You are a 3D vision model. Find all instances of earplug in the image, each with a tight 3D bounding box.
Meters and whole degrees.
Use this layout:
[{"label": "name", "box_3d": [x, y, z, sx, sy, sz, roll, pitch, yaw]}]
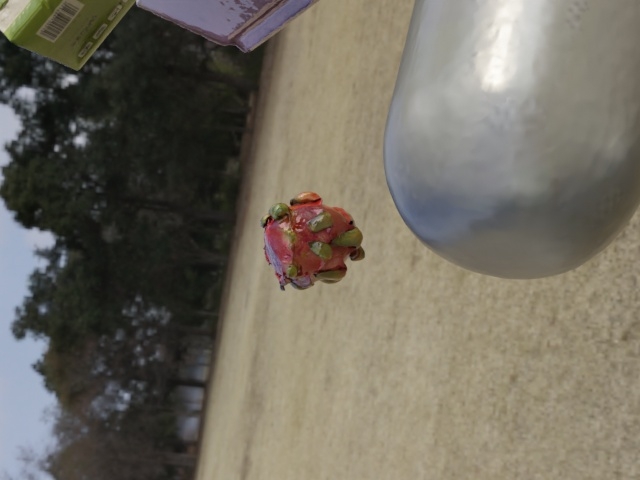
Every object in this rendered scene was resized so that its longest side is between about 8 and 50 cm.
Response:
[{"label": "earplug", "box_3d": [0.229, -0.157, 0.995, 0.312, 0.313, 0.394, 112, 176, -69]}]

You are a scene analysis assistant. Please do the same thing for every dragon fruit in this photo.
[{"label": "dragon fruit", "box_3d": [-0.018, 0.003, 2.116, 0.307, 0.243, 0.227, 69, -169, -81]}]

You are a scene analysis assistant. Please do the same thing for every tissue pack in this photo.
[{"label": "tissue pack", "box_3d": [-0.385, -0.432, 1.338, 0.274, 0.167, 0.200, -49, -12, 9]}]

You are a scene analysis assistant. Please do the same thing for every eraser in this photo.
[{"label": "eraser", "box_3d": [-0.156, -0.503, 1.628, 0.359, 0.272, 0.122, -19, 56, 58]}]
